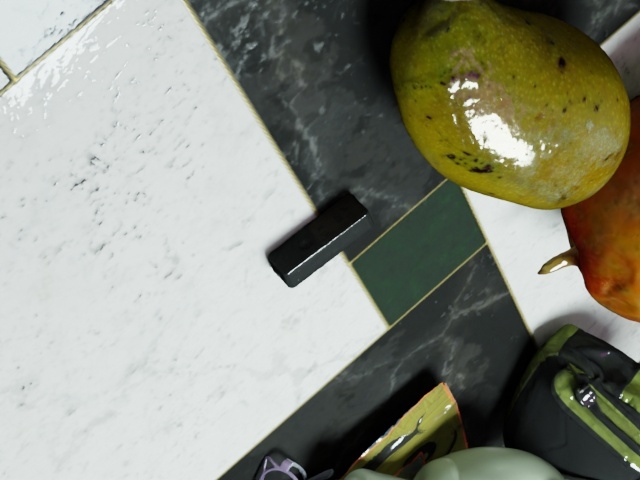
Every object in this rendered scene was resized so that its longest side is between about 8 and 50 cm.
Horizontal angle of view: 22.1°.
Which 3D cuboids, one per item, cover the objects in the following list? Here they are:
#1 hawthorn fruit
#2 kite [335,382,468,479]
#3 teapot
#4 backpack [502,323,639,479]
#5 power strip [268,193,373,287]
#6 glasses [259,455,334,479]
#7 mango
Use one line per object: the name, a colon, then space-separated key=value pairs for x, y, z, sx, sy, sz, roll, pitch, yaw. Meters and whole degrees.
hawthorn fruit: x=0.375 y=-0.023 z=1.808 sx=0.298 sy=0.277 sz=0.277 roll=-25 pitch=144 yaw=2
kite: x=0.087 y=0.311 z=2.019 sx=0.327 sy=0.013 sz=0.378 roll=-16 pitch=138 yaw=-47
teapot: x=0.155 y=0.329 z=1.967 sx=0.318 sy=0.149 sz=0.220 roll=12 pitch=143 yaw=-13
backpack: x=0.355 y=0.240 z=2.039 sx=0.140 sy=0.253 sz=0.207 roll=-36 pitch=152 yaw=-48
power strip: x=0.000 y=0.000 z=1.627 sx=0.111 sy=0.038 sz=0.029 roll=-38 pitch=143 yaw=-11
glasses: x=-0.037 y=0.291 z=1.892 sx=0.104 sy=0.062 sz=0.140 roll=-32 pitch=149 yaw=-56
mango: x=0.181 y=-0.128 z=1.573 sx=0.329 sy=0.175 sz=0.177 roll=14 pitch=76 yaw=-54
